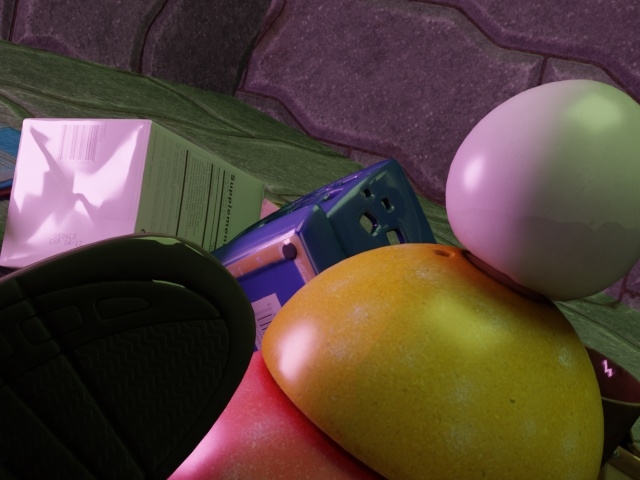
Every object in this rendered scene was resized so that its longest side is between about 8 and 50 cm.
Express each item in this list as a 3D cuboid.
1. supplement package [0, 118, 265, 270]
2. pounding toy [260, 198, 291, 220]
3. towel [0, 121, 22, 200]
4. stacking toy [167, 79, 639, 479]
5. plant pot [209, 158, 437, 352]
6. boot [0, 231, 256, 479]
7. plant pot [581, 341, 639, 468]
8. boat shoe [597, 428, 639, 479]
[{"bbox_3d":[-0.214,-0.024,1.371,0.177,0.175,0.293,3,-10,23],"label":"supplement package"},{"bbox_3d":[0.010,0.005,2.095,0.206,0.094,0.181,11,17,-44],"label":"pounding toy"},{"bbox_3d":[-0.502,-0.129,1.399,0.370,0.040,0.271,25,20,20],"label":"towel"},{"bbox_3d":[0.055,0.127,0.672,0.350,0.480,0.350,31,11,-7],"label":"stacking toy"},{"bbox_3d":[0.000,0.068,1.306,0.212,0.236,0.236,-27,92,-56],"label":"plant pot"},{"bbox_3d":[-0.204,0.114,0.680,0.138,0.377,0.284,48,2,-9],"label":"boot"},{"bbox_3d":[0.195,0.216,1.191,0.215,0.230,0.215,21,13,-5],"label":"plant pot"},{"bbox_3d":[0.366,0.264,1.524,0.122,0.120,0.324,23,15,-17],"label":"boat shoe"}]
